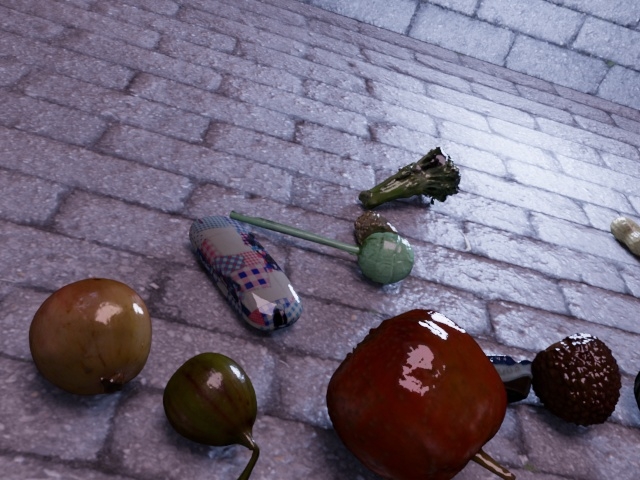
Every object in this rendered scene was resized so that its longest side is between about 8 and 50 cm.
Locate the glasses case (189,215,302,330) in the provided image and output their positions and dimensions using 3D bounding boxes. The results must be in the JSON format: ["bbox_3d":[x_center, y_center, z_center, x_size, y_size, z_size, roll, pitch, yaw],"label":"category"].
[{"bbox_3d":[-0.159,0.059,1.355,0.125,0.076,0.327,-10,45,-39],"label":"glasses case"}]

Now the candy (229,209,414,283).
[{"bbox_3d":[0.000,0.000,1.519,0.440,0.119,0.119,15,35,4],"label":"candy"}]

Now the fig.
[{"bbox_3d":[-0.157,0.262,1.024,0.186,0.142,0.148,28,60,32],"label":"fig"}]

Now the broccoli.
[{"bbox_3d":[0.238,-0.148,1.810,0.304,0.165,0.145,-19,82,-26],"label":"broccoli"}]

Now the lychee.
[{"bbox_3d":[0.522,0.283,1.333,0.188,0.188,0.188,14,35,-10],"label":"lychee"}]

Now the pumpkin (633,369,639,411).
[{"bbox_3d":[0.785,0.340,1.402,0.221,0.161,0.220,10,38,-8],"label":"pumpkin"}]

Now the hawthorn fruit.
[{"bbox_3d":[0.180,0.278,1.081,0.330,0.287,0.287,39,38,16],"label":"hawthorn fruit"}]

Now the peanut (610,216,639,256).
[{"bbox_3d":[0.978,-0.001,2.037,0.082,0.082,0.187,-6,43,-33],"label":"peanut"}]

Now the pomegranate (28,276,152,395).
[{"bbox_3d":[-0.356,0.151,1.034,0.191,0.191,0.191,14,35,-10],"label":"pomegranate"}]

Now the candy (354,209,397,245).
[{"bbox_3d":[0.134,-0.024,1.627,0.095,0.085,0.110,23,23,-13],"label":"candy"}]

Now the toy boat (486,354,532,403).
[{"bbox_3d":[0.301,0.253,1.294,0.262,0.114,0.115,8,48,-13],"label":"toy boat"}]
